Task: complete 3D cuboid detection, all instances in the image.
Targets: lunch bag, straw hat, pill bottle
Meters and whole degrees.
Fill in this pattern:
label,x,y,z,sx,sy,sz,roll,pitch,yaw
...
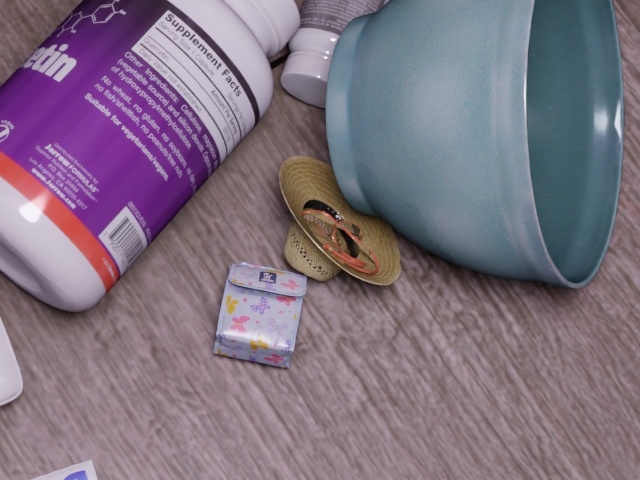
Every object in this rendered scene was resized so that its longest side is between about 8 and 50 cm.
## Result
label,x,y,z,sx,sy,sz,roll,pitch,yaw
lunch bag,-0.051,0.059,1.467,0.071,0.053,0.083,13,59,-1
straw hat,0.000,0.000,1.481,0.144,0.144,0.061,50,118,12
pill bottle,-0.166,-0.108,1.446,0.181,0.181,0.323,38,73,8
pill bottle,0.017,-0.192,1.539,0.078,0.078,0.137,20,71,3

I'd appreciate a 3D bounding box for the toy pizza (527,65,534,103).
label,x,y,z,sx,sy,sz,roll,pitch,yaw
toy pizza,0.161,-0.219,1.582,0.201,0.032,0.201,1,72,-3

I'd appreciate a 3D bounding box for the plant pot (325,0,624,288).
label,x,y,z,sx,sy,sz,roll,pitch,yaw
plant pot,0.124,-0.106,1.435,0.196,0.293,0.293,0,70,24

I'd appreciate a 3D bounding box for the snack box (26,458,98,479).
label,x,y,z,sx,sy,sz,roll,pitch,yaw
snack box,-0.264,0.239,1.409,0.178,0.022,0.064,-18,73,-9

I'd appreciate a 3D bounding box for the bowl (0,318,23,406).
label,x,y,z,sx,sy,sz,roll,pitch,yaw
bowl,-0.331,0.090,1.413,0.142,0.053,0.142,-12,72,-49
